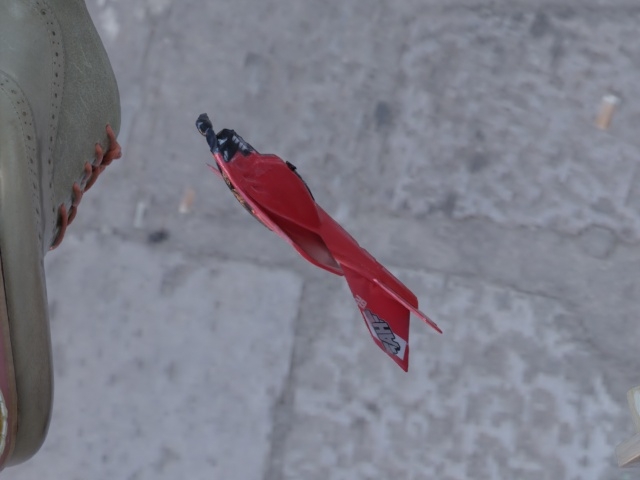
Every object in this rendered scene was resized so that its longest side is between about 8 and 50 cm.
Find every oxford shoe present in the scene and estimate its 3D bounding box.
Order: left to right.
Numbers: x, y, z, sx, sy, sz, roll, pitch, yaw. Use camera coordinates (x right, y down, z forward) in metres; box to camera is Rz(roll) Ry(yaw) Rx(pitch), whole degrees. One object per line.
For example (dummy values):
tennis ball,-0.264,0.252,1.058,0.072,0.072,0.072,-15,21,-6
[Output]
oxford shoe,-0.152,-0.044,0.859,0.123,0.130,0.348,-36,54,47

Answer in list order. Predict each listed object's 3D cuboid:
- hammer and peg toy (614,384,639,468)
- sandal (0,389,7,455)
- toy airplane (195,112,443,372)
hammer and peg toy,0.461,0.142,1.520,0.361,0.266,0.127,130,134,-61
sandal,-0.145,0.062,0.567,0.088,0.079,0.240,-66,14,-10
toy airplane,0.000,0.000,0.711,0.028,0.151,0.151,-44,50,-2
